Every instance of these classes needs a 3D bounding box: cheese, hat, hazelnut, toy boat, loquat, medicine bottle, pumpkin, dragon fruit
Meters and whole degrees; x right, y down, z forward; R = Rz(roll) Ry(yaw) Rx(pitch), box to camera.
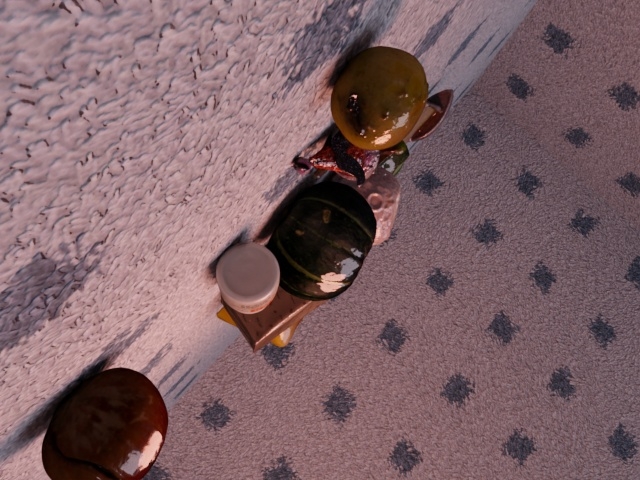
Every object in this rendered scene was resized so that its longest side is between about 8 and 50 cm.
[{"bbox_3d":[-0.246,0.268,1.924,0.126,0.171,0.093,-45,173,-18],"label":"cheese"},{"bbox_3d":[0.028,-0.184,1.204,0.227,0.129,0.140,-19,114,-46],"label":"hat"},{"bbox_3d":[-0.410,0.354,1.075,0.218,0.218,0.234,-53,-168,49],"label":"hazelnut"},{"bbox_3d":[0.365,-0.451,2.149,0.293,0.111,0.276,-25,160,-46],"label":"toy boat"},{"bbox_3d":[0.099,-0.240,0.951,0.172,0.149,0.204,-58,-179,44],"label":"loquat"},{"bbox_3d":[-0.170,0.096,1.347,0.144,0.144,0.252,-47,177,-17],"label":"medicine bottle"},{"bbox_3d":[0.000,0.000,1.489,0.323,0.241,0.323,-60,-174,10],"label":"pumpkin"},{"bbox_3d":[0.188,-0.255,1.924,0.295,0.130,0.268,-46,170,-22],"label":"dragon fruit"}]

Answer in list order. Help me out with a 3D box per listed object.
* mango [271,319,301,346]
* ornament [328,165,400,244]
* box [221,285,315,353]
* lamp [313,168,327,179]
[{"bbox_3d":[-0.118,0.190,2.012,0.221,0.199,0.384,67,31,-53],"label":"mango"},{"bbox_3d":[0.116,-0.108,1.719,0.259,0.225,0.259,14,90,-80],"label":"ornament"},{"bbox_3d":[-0.129,0.166,1.713,0.297,0.190,0.225,-35,171,-16],"label":"box"},{"bbox_3d":[0.012,-0.184,1.392,0.063,0.031,0.083,-49,179,30],"label":"lamp"}]
